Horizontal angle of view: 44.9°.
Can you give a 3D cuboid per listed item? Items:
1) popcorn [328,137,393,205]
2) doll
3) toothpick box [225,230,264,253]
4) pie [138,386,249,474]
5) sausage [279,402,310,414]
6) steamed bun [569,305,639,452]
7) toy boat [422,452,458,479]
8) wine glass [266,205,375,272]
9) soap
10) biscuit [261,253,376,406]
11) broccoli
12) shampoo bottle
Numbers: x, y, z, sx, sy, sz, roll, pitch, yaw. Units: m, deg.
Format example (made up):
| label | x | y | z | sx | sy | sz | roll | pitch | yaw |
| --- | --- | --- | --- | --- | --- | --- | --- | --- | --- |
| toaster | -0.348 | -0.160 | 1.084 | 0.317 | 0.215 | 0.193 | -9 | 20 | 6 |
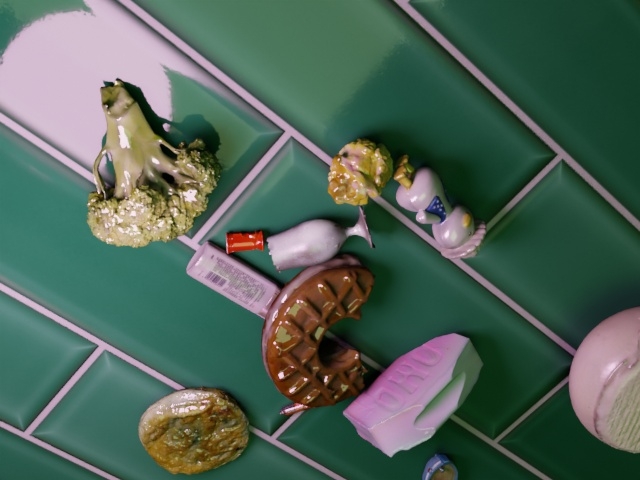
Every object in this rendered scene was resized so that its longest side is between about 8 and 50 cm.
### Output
| label | x | y | z | sx | sy | sz | roll | pitch | yaw |
| --- | --- | --- | --- | --- | --- | --- | --- | --- | --- |
| popcorn | 0.081 | -0.140 | 1.591 | 0.145 | 0.126 | 0.126 | -32 | 93 | 28 |
| doll | 0.255 | -0.062 | 1.650 | 0.119 | 0.138 | 0.293 | -21 | 124 | 37 |
| toothpick box | -0.162 | 0.003 | 1.671 | 0.083 | 0.047 | 0.047 | -4 | 119 | -7 |
| pie | -0.304 | 0.472 | 1.889 | 0.276 | 0.079 | 0.277 | -2 | 119 | -4 |
| sausage | -0.009 | 0.394 | 1.917 | 0.198 | 0.025 | 0.028 | -22 | 87 | 4 |
| steamed bun | 0.768 | 0.315 | 1.858 | 0.374 | 0.241 | 0.375 | -6 | 118 | -10 |
| toy boat | 0.328 | 0.663 | 2.068 | 0.088 | 0.102 | 0.215 | -5 | 118 | -8 |
| wine glass | 0.000 | 0.000 | 1.664 | 0.222 | 0.103 | 0.103 | -15 | 119 | 1 |
| soap | 0.232 | 0.358 | 1.837 | 0.323 | 0.193 | 0.109 | -40 | 115 | -17 |
| biscuit | -0.007 | 0.221 | 1.739 | 0.268 | 0.115 | 0.367 | -13 | 118 | -28 |
| broccoli | -0.326 | -0.119 | 1.503 | 0.253 | 0.186 | 0.302 | 11 | 123 | -3 |
| shampoo bottle | -0.180 | 0.092 | 1.710 | 0.227 | 0.056 | 0.086 | 32 | 104 | -22 |
